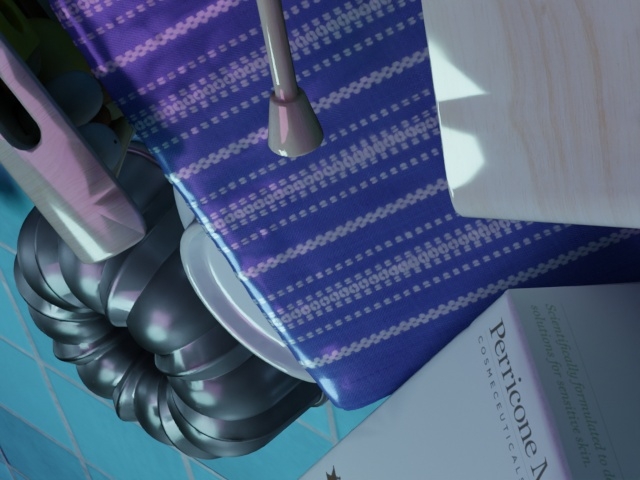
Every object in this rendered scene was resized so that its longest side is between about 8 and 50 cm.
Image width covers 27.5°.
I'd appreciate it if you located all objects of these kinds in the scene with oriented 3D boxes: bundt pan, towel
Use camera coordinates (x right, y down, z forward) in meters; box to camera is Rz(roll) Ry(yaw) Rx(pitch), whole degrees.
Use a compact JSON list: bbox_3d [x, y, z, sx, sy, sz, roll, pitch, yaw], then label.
[{"bbox_3d":[-0.145,0.073,1.173,0.331,0.124,0.331,30,149,20],"label":"bundt pan"},{"bbox_3d":[0.031,-0.069,0.719,0.243,0.040,0.336,-26,113,19],"label":"towel"}]

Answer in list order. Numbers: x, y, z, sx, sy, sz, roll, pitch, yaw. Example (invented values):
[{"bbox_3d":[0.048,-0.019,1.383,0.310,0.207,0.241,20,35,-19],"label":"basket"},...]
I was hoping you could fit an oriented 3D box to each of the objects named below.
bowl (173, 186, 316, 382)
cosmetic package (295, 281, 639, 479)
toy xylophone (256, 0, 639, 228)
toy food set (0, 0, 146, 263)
[{"bbox_3d":[0.000,0.000,0.884,0.298,0.134,0.298,31,149,21],"label":"bowl"},{"bbox_3d":[0.111,0.190,0.799,0.365,0.155,0.197,-54,45,51],"label":"cosmetic package"},{"bbox_3d":[0.081,-0.127,0.579,0.236,0.081,0.323,11,132,16],"label":"toy xylophone"},{"bbox_3d":[-0.164,-0.136,0.802,0.220,0.092,0.306,53,-169,-18],"label":"toy food set"}]
